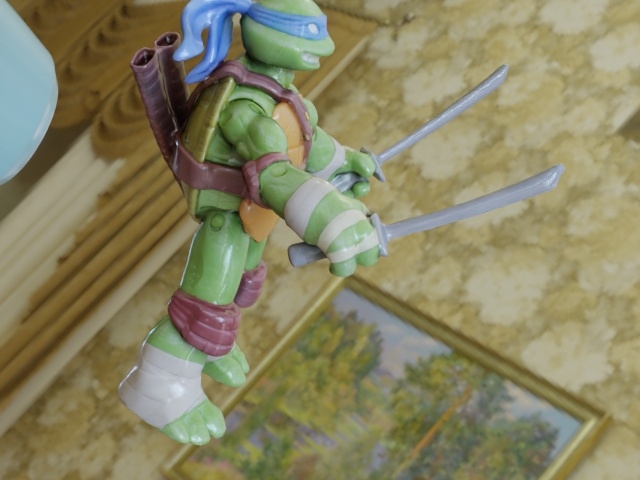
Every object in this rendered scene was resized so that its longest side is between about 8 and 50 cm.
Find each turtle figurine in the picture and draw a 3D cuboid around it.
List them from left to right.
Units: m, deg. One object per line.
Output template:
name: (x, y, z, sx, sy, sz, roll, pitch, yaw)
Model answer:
turtle figurine: (0.000, 0.000, 0.711, 0.275, 0.266, 0.198, 13, 25, -31)

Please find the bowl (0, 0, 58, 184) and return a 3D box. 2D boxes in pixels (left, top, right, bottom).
bowl: (-0.466, -0.183, 1.510, 0.163, 0.311, 0.312, 31, -6, -35)
